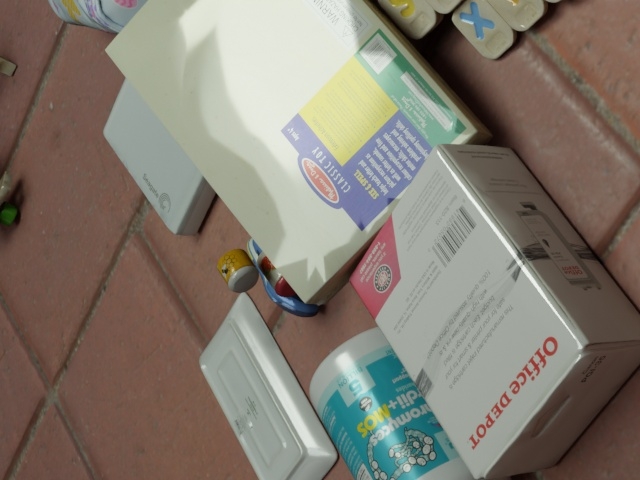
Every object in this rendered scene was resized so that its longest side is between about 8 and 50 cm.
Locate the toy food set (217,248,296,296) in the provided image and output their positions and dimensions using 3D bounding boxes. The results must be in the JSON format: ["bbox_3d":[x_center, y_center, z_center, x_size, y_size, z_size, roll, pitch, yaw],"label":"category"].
[{"bbox_3d":[0.000,0.000,1.777,0.232,0.111,0.104,-42,55,8],"label":"toy food set"}]

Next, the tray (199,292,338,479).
[{"bbox_3d":[-0.079,0.209,1.953,0.145,0.030,0.270,-57,50,35],"label":"tray"}]

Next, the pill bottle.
[{"bbox_3d":[0.105,0.228,1.639,0.264,0.146,0.146,58,131,31],"label":"pill bottle"}]

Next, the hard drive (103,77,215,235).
[{"bbox_3d":[-0.165,-0.215,2.035,0.233,0.047,0.353,52,128,36],"label":"hard drive"}]

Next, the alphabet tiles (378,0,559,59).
[{"bbox_3d":[0.127,-0.324,1.583,0.278,0.021,0.284,49,142,0],"label":"alphabet tiles"}]

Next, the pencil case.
[{"bbox_3d":[-0.283,-0.338,2.079,0.273,0.124,0.113,27,142,64],"label":"pencil case"}]

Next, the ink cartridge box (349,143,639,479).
[{"bbox_3d":[0.177,0.071,1.572,0.283,0.117,0.207,57,131,33],"label":"ink cartridge box"}]

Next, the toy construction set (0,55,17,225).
[{"bbox_3d":[-0.565,-0.150,2.448,0.308,0.237,0.257,-63,14,6],"label":"toy construction set"}]

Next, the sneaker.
[{"bbox_3d":[-0.041,0.032,1.886,0.059,0.053,0.144,-55,52,33],"label":"sneaker"}]

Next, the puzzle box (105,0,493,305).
[{"bbox_3d":[-0.035,-0.164,1.718,0.272,0.052,0.409,-45,68,16],"label":"puzzle box"}]
